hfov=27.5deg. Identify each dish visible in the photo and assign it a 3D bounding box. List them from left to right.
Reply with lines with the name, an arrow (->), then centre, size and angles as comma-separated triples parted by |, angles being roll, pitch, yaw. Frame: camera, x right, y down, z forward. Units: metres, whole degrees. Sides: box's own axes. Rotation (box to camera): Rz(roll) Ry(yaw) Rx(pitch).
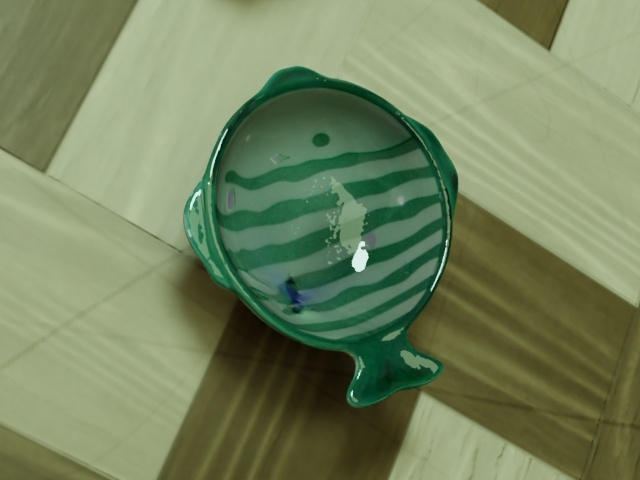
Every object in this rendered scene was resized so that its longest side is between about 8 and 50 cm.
dish -> 0.000, 0.000, 0.957 | 0.224, 0.078, 0.246 | -17, 86, -29
